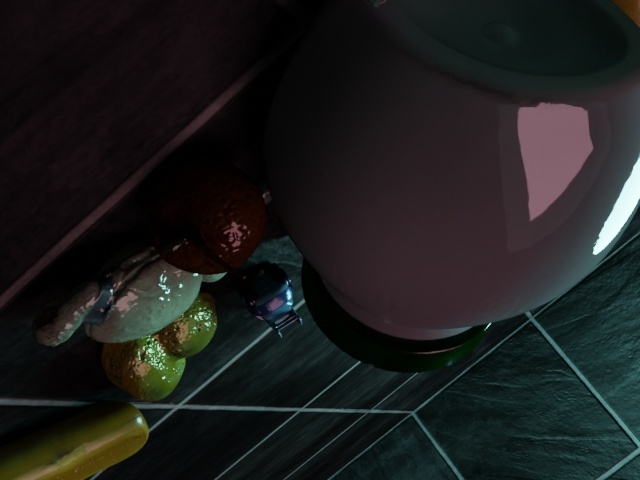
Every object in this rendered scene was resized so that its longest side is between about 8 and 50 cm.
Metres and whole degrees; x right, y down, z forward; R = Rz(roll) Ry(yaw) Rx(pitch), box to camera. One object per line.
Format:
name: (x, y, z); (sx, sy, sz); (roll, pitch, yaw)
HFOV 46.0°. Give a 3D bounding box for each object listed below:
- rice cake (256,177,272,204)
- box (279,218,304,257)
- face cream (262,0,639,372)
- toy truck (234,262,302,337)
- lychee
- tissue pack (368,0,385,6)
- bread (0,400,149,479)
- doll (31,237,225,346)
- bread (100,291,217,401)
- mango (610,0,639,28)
rice cake: (-0.058, -0.049, 0.766); (0.121, 0.022, 0.022); (-39, 153, 0)
box: (0.000, 0.000, 0.869); (0.060, 0.085, 0.063); (-36, 165, -6)
face cream: (0.104, -0.052, 0.658); (0.357, 0.312, 0.220); (104, 3, -53)
toy truck: (-0.067, 0.069, 0.937); (0.063, 0.074, 0.136); (-31, -162, -9)
lychee: (-0.096, -0.021, 0.647); (0.114, 0.101, 0.140); (3, 179, 11)
tissue pack: (0.045, -0.202, 0.444); (0.122, 0.193, 0.026); (-41, 120, 8)
bread: (-0.326, 0.263, 0.904); (0.239, 0.074, 0.093); (-21, 137, -37)
doll: (-0.168, 0.046, 0.719); (0.214, 0.071, 0.104); (-22, 155, -39)
bread: (-0.177, 0.135, 0.897); (0.149, 0.065, 0.188); (-34, 156, -19)
mango: (0.363, -0.244, 0.844); (0.191, 0.160, 0.290); (-33, 148, 7)
